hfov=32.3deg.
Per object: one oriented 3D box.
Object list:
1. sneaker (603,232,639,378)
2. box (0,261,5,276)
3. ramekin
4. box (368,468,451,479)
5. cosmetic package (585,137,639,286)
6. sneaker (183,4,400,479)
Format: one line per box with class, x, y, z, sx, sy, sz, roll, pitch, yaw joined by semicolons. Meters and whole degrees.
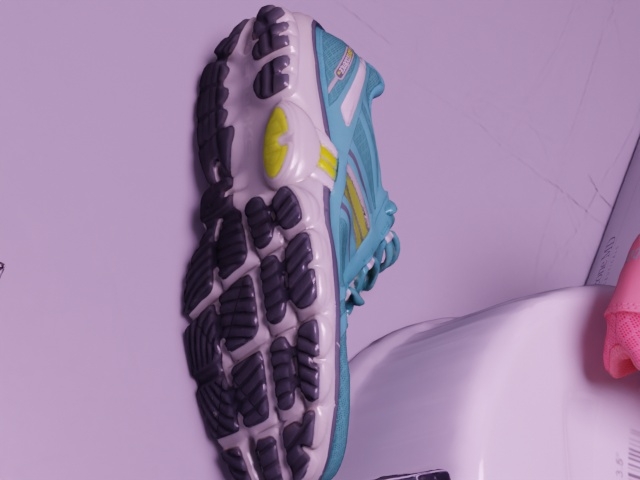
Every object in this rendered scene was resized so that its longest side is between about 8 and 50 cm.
sneaker;0.256;0.099;0.555;0.314;0.116;0.136;40;71;-11
box;-0.219;0.079;0.447;0.114;0.036;0.207;26;58;-22
ramekin;0.133;0.156;0.582;0.277;0.135;0.277;14;63;-29
box;-0.042;0.161;0.450;0.156;0.158;0.093;0;70;-33
cosmetic package;0.305;-0.014;0.712;0.138;0.224;0.224;37;54;-10
sneaker;0.000;0.000;0.589;0.110;0.107;0.275;20;59;-35
